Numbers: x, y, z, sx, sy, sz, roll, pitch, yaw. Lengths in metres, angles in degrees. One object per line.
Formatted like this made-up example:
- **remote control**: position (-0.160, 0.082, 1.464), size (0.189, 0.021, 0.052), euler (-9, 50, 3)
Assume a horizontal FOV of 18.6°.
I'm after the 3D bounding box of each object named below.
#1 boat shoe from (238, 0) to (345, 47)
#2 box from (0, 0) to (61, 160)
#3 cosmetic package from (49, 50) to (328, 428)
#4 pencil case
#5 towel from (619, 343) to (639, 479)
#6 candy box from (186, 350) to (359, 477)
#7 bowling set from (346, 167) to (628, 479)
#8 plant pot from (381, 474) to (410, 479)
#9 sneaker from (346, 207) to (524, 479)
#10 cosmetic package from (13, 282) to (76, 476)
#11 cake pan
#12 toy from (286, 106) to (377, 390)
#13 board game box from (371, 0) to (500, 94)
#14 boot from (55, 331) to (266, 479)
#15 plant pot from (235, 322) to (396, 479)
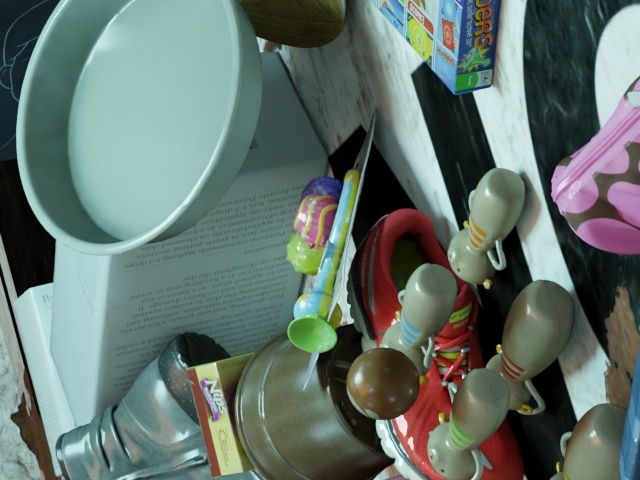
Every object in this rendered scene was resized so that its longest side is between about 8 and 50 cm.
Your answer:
- **boat shoe**: position (-0.015, -0.254, 1.746), size (0.277, 0.098, 0.096), euler (120, 161, -73)
- **box**: position (-0.371, -0.307, 2.081), size (0.472, 0.480, 0.297), euler (121, 133, -62)
- **cosmetic package**: position (-0.151, 0.023, 2.070), size (0.453, 0.230, 0.161), euler (104, 148, -50)
- **pencil case**: position (0.213, -0.061, 1.220), size (0.209, 0.098, 0.095), euler (120, 133, -63)
- **towel**: position (0.229, 0.115, 1.347), size (0.067, 0.029, 0.119), euler (-78, -6, -69)
- **candy box**: position (-0.034, 0.155, 1.891), size (0.053, 0.187, 0.109), euler (-17, 86, 48)
- **bowling set**: position (0.099, 0.098, 1.499), size (0.154, 0.200, 0.287), euler (107, 148, -57)
- **plant pot**: position (0.086, 0.328, 1.699), size (0.201, 0.201, 0.180), euler (30, 145, 64)
- **sneaker**: position (0.096, 0.096, 1.634), size (0.279, 0.107, 0.118), euler (66, 152, 27)
- **cosmetic package**: position (-0.229, 0.147, 2.359), size (0.138, 0.224, 0.224), euler (147, 109, -70)
- **cake pan**: position (-0.163, -0.126, 1.779), size (0.293, 0.054, 0.293), euler (-12, 72, 39)
- **toy**: position (0.000, 0.000, 1.720), size (0.237, 0.056, 0.137), euler (-82, 8, -47)
- **board game box**: position (0.082, -0.225, 1.563), size (0.201, 0.035, 0.136), euler (-125, 29, -46)
- **boot**: position (-0.108, 0.281, 2.041), size (0.223, 0.118, 0.338), euler (-44, 76, 24)
- **plant pot**: position (0.029, 0.144, 1.777), size (0.165, 0.167, 0.167), euler (-31, 73, 61)
